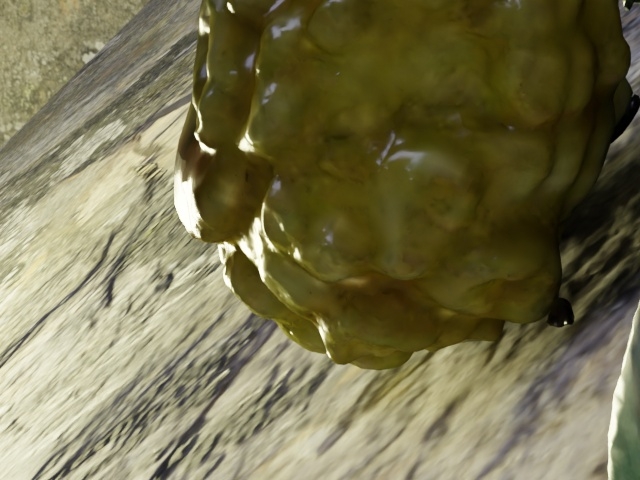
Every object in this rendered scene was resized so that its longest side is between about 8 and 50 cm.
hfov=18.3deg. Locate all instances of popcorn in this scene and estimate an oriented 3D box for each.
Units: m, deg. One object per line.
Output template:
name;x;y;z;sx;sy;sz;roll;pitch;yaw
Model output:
popcorn;0.037;-0.061;0.752;0.189;0.169;0.218;-62;-8;-70

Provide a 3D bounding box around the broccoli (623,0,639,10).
broccoli;0.188;-0.155;0.671;0.252;0.221;0.361;-3;30;17

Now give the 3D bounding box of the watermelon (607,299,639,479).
watermelon;0.122;0.022;0.294;0.231;0.146;0.128;-37;14;15
